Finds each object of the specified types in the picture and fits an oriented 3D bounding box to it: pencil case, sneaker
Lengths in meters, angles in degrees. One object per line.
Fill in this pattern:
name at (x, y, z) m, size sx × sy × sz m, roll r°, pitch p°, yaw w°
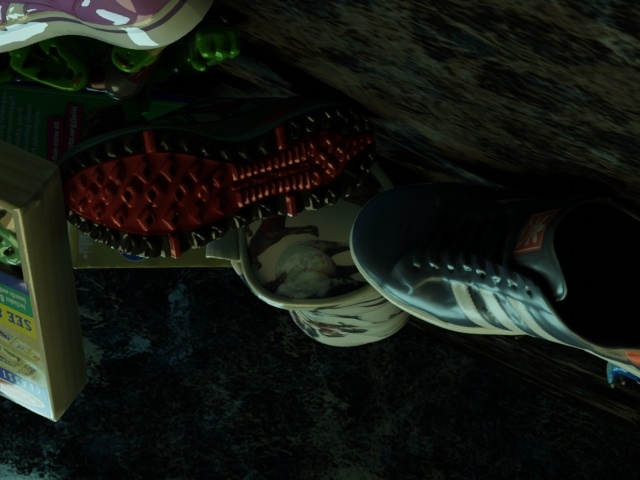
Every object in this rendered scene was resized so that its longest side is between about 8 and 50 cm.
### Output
pencil case at (0.011, 0.014, 1.618) m, size 0.184 × 0.159 × 0.410 m, roll 10°, pitch 173°, yaw 8°
sneaker at (0.161, 0.009, 1.205) m, size 0.350 × 0.131 × 0.148 m, roll 15°, pitch 163°, yaw 31°
sneaker at (-0.204, -0.197, 0.981) m, size 0.282 × 0.102 × 0.161 m, roll 4°, pitch 158°, yaw 44°
sneaker at (-0.094, -0.057, 1.263) m, size 0.262 × 0.104 × 0.125 m, roll -10°, pitch -160°, yaw -24°

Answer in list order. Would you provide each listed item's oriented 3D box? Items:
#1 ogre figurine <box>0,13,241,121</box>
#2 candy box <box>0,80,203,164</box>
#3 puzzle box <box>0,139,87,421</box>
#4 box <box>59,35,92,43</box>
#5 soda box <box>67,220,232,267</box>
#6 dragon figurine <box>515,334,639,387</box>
ogre figurine at (-0.152, -0.138, 1.188) m, size 0.118 × 0.197 × 0.096 m, roll -15°, pitch -99°, yaw -82°
candy box at (-0.277, -0.093, 1.486) m, size 0.317 × 0.122 × 0.268 m, roll 3°, pitch -176°, yaw -11°
puzzle box at (-0.379, -0.027, 1.285) m, size 0.409 × 0.052 × 0.272 m, roll 23°, pitch 143°, yaw 17°
box at (-0.264, -0.190, 1.523) m, size 0.109 × 0.042 × 0.178 m, roll 26°, pitch 175°, yaw -17°
soda box at (-0.170, -0.005, 1.608) m, size 0.181 × 0.058 × 0.061 m, roll 1°, pitch -173°, yaw -25°
dragon figurine at (0.346, 0.119, 1.553) m, size 0.289 × 0.085 × 0.144 m, roll 25°, pitch 174°, yaw -12°
